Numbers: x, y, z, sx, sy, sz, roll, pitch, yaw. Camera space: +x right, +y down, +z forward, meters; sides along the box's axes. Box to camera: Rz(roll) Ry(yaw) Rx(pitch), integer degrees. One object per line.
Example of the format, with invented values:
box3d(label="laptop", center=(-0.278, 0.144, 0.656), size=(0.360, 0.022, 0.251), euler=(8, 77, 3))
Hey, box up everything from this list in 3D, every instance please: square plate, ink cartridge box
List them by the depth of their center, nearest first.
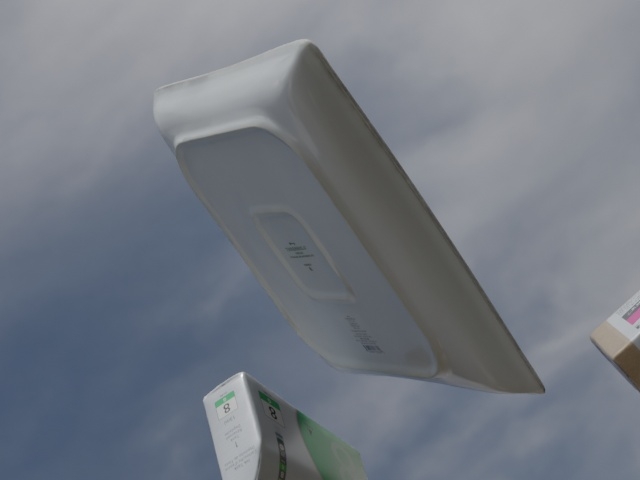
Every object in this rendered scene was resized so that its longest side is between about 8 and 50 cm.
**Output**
box3d(label="ink cartridge box", center=(-0.008, 0.240, 1.218), size=(0.056, 0.224, 0.181), euler=(-37, -48, 14))
box3d(label="square plate", center=(0.000, 0.000, 1.236), size=(0.049, 0.347, 0.344), euler=(-40, -75, -21))
box3d(label="ink cartridge box", center=(0.402, 0.064, 1.489), size=(0.235, 0.088, 0.193), euler=(-43, -1, 4))
